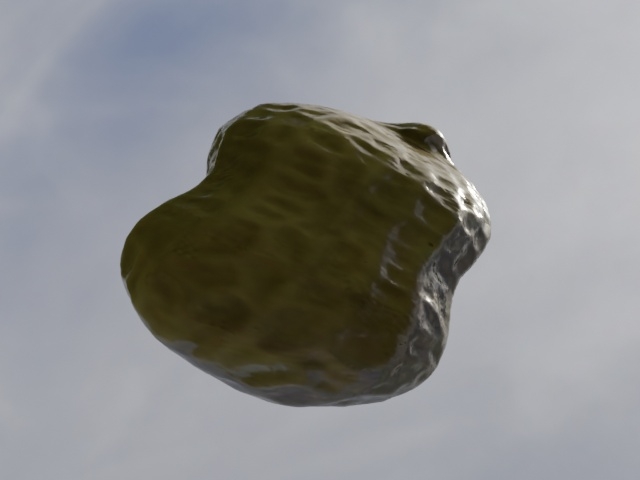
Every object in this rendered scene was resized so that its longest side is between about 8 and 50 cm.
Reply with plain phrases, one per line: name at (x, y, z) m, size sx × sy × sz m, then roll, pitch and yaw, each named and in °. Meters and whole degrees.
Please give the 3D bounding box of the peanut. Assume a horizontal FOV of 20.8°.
peanut at (0.000, 0.000, 1.019) m, size 0.196 × 0.110 × 0.233 m, roll 19°, pitch -129°, yaw 18°
